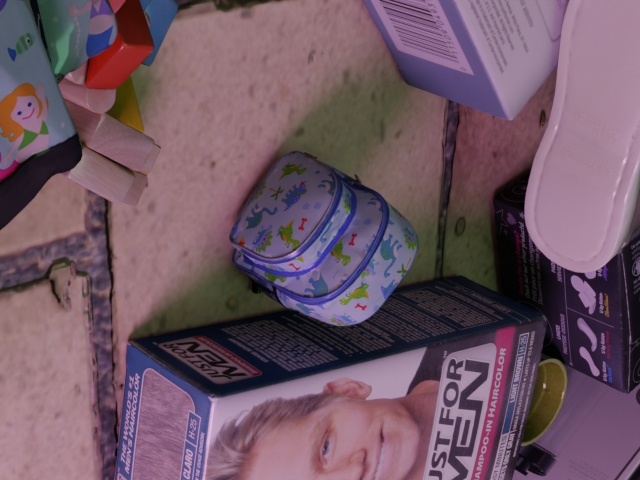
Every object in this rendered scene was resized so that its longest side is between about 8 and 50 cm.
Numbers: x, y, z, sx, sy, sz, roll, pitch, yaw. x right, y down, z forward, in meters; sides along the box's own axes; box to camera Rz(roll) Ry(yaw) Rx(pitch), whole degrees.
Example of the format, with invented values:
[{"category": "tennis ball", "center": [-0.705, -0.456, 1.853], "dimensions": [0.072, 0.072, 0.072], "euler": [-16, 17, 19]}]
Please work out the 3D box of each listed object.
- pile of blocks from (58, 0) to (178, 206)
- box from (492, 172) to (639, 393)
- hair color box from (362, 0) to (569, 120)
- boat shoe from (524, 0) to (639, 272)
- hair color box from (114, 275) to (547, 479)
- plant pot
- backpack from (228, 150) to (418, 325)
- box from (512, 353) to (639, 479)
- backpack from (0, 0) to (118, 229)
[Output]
[{"category": "pile of blocks", "center": [-0.125, -0.170, 0.633], "dimensions": [0.149, 0.112, 0.362], "euler": [-36, 131, -27]}, {"category": "box", "center": [0.289, -0.011, 1.095], "dimensions": [0.247, 0.142, 0.163], "euler": [-34, 128, -30]}, {"category": "hair color box", "center": [0.177, -0.292, 0.870], "dimensions": [0.374, 0.113, 0.185], "euler": [-50, 137, -14]}, {"category": "boat shoe", "center": [0.229, -0.115, 0.858], "dimensions": [0.091, 0.109, 0.305], "euler": [-30, 145, -40]}, {"category": "hair color box", "center": [0.016, 0.143, 0.928], "dimensions": [0.347, 0.105, 0.174], "euler": [-9, 115, -41]}, {"category": "plant pot", "center": [0.165, 0.130, 1.085], "dimensions": [0.083, 0.079, 0.083], "euler": [-20, 122, -37]}, {"category": "backpack", "center": [0.000, 0.000, 0.835], "dimensions": [0.105, 0.114, 0.084], "euler": [-55, 137, -8]}, {"category": "box", "center": [0.252, 0.175, 1.129], "dimensions": [0.290, 0.169, 0.087], "euler": [-46, 135, -17]}, {"category": "backpack", "center": [-0.218, -0.121, 0.483], "dimensions": [0.191, 0.225, 0.253], "euler": [-56, 142, -30]}]
